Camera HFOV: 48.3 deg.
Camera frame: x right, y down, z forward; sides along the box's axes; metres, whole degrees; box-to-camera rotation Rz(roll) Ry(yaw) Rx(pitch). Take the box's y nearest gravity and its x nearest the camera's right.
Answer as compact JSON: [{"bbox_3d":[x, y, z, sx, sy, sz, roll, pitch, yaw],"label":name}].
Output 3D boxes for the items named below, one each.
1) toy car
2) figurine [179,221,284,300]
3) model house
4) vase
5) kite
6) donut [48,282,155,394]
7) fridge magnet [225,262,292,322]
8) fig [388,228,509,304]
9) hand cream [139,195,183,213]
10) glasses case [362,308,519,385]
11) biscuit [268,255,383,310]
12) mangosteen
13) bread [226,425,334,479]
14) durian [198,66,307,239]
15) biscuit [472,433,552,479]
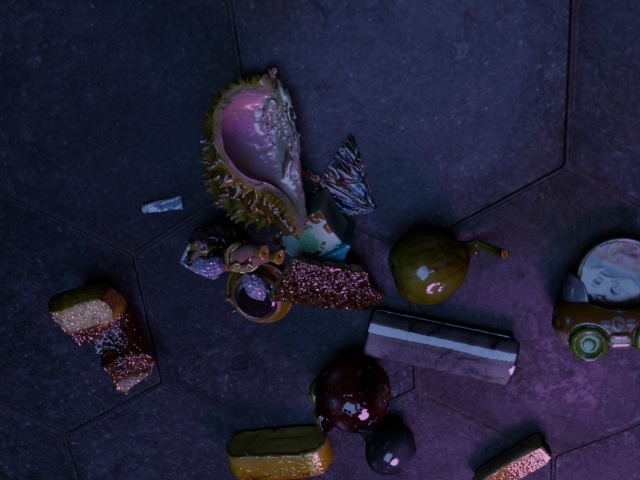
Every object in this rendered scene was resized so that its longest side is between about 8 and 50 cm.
[{"bbox_3d":[0.537,0.100,1.307,0.235,0.145,0.234,1,96,13],"label":"toy car"},{"bbox_3d":[-0.169,0.029,1.353,0.175,0.240,0.115,28,83,-39],"label":"figurine"},{"bbox_3d":[0.000,0.000,1.358,0.127,0.100,0.149,-29,113,25],"label":"model house"},{"bbox_3d":[0.116,0.419,1.542,0.183,0.120,0.120,39,117,8],"label":"vase"},{"bbox_3d":[0.022,-0.095,1.363,0.189,0.009,0.232,29,117,-4],"label":"kite"},{"bbox_3d":[-0.448,0.180,1.519,0.112,0.151,0.295,-21,130,2],"label":"donut"},{"bbox_3d":[-0.126,0.108,1.458,0.143,0.063,0.143,5,115,12],"label":"fridge magnet"},{"bbox_3d":[0.218,0.032,1.329,0.186,0.148,0.142,-36,91,-16],"label":"fig"},{"bbox_3d":[-0.320,-0.071,1.438,0.093,0.019,0.030,-9,112,7],"label":"hand cream"},{"bbox_3d":[0.239,0.219,1.443,0.300,0.060,0.114,12,121,5],"label":"glasses case"},{"bbox_3d":[0.029,0.088,1.364,0.237,0.026,0.131,9,140,-26],"label":"biscuit"},{"bbox_3d":[0.053,0.318,1.469,0.180,0.166,0.166,-19,111,29],"label":"mangosteen"},{"bbox_3d":[-0.091,0.485,1.612,0.246,0.102,0.094,-8,111,13],"label":"bread"},{"bbox_3d":[-0.149,-0.137,1.300,0.196,0.186,0.304,-2,107,51],"label":"durian"},{"bbox_3d":[0.412,0.485,1.542,0.052,0.056,0.188,45,116,-9],"label":"biscuit"}]
